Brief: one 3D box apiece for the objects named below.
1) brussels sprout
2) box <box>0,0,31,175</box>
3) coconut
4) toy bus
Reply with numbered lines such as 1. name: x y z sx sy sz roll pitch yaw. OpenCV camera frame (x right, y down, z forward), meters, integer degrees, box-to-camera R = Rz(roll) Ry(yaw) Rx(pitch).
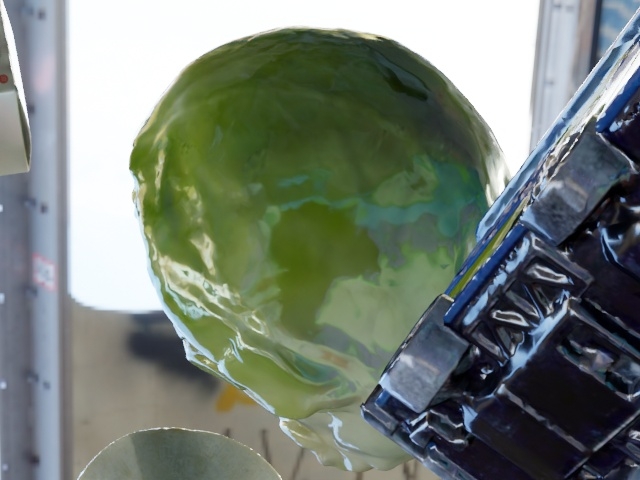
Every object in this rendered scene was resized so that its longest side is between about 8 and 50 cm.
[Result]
1. brussels sprout: 0.000 0.000 0.978 0.344 0.344 0.268 -6 177 -28
2. box: -0.374 -0.147 1.223 0.168 0.095 0.212 -11 -142 -11
3. coconut: -0.184 0.388 1.597 0.323 0.323 0.323 3 -164 -1
4. toy bus: 0.149 0.001 0.541 0.138 0.288 0.175 36 -130 4
